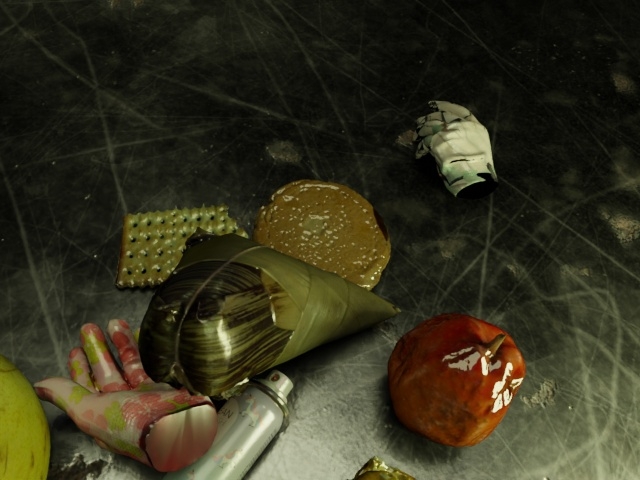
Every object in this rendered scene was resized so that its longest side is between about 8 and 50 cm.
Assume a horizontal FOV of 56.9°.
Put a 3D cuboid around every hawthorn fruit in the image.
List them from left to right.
[{"bbox_3d":[0.164,0.170,0.742,0.173,0.179,0.173,-2,78,8],"label":"hawthorn fruit"}]

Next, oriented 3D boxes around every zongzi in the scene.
[{"bbox_3d":[-0.031,0.095,0.699,0.317,0.154,0.289,8,14,-5],"label":"zongzi"}]

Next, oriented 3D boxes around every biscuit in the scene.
[{"bbox_3d":[-0.201,0.006,0.883,0.203,0.016,0.144,-6,57,-2],"label":"biscuit"},{"bbox_3d":[0.000,0.000,0.910,0.226,0.042,0.226,3,58,-4],"label":"biscuit"}]

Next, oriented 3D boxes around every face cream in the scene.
[{"bbox_3d":[-0.115,0.253,0.708,0.075,0.075,0.229,33,58,14],"label":"face cream"}]

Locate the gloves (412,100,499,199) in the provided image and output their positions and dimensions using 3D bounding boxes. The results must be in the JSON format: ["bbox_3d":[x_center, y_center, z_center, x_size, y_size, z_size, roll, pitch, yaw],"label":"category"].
[{"bbox_3d":[0.233,-0.171,1.020,0.127,0.111,0.212,-12,66,-9],"label":"gloves"}]

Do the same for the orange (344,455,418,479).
[{"bbox_3d":[0.084,0.334,0.658,0.160,0.112,0.170,-15,35,-4],"label":"orange"}]

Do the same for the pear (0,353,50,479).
[{"bbox_3d":[-0.415,0.224,0.579,0.283,0.283,0.284,3,56,-5],"label":"pear"}]

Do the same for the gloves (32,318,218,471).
[{"bbox_3d":[-0.235,0.187,0.711,0.241,0.126,0.145,11,42,46],"label":"gloves"}]
